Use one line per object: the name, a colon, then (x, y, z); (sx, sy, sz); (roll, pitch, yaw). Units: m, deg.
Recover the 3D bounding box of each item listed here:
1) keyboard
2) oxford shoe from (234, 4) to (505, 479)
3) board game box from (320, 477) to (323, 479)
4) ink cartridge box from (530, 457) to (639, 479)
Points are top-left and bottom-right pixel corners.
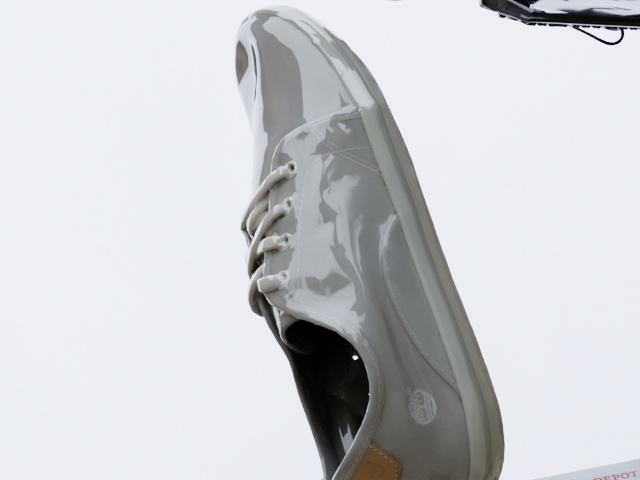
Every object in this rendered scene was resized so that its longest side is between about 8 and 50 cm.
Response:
keyboard: (0.197, -0.142, 0.910); (0.192, 0.100, 0.038); (0, -67, -23)
oxford shoe: (0.000, 0.000, 1.033); (0.130, 0.449, 0.169); (-9, -29, -21)
board game box: (0.005, 0.330, 1.304); (0.047, 0.210, 0.160); (33, -59, -29)
ink cartridge box: (0.288, 0.332, 1.373); (0.128, 0.176, 0.127); (-10, -46, -5)
